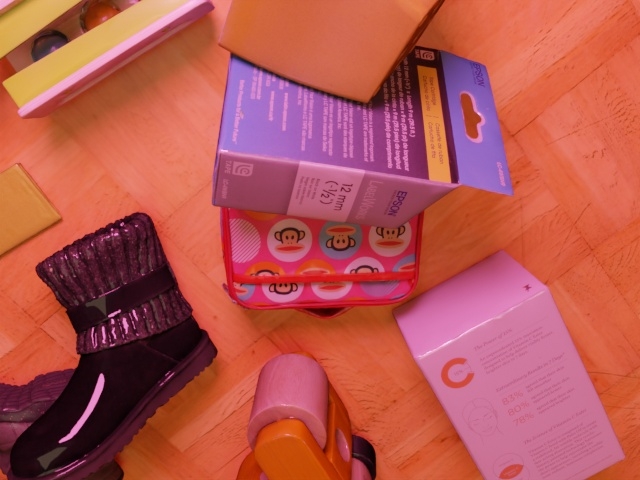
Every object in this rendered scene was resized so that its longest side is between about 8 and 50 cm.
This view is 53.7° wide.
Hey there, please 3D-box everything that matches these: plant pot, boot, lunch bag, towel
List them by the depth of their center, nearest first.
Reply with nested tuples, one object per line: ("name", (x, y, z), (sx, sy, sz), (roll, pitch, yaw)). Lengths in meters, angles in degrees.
("plant pot", (0.039, -0.291, 0.729), (0.187, 0.212, 0.212), (36, 143, -1))
("boot", (-0.327, 0.143, 0.875), (0.348, 0.131, 0.260), (-43, 118, -37))
("towel", (-0.505, -0.013, 0.918), (0.237, 0.021, 0.102), (-31, 114, 3))
("lunch bag", (0.000, 0.000, 0.935), (0.293, 0.120, 0.258), (-2, 113, -7))
("boot", (-0.490, 0.330, 0.977), (0.338, 0.118, 0.223), (-2, 109, -7))

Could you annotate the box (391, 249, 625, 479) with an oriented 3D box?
("box", (0.297, 0.228, 1.012), (0.215, 0.168, 0.345), (-29, 109, 3))

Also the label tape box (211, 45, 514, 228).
("label tape box", (0.048, -0.146, 0.814), (0.347, 0.249, 0.115), (8, 144, -10))

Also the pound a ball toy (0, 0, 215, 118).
("pound a ball toy", (-0.282, -0.323, 0.783), (0.319, 0.136, 0.208), (-31, 104, 4))

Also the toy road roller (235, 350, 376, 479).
("toy road roller", (-0.059, 0.366, 1.004), (0.240, 0.202, 0.329), (-22, 111, 12))
